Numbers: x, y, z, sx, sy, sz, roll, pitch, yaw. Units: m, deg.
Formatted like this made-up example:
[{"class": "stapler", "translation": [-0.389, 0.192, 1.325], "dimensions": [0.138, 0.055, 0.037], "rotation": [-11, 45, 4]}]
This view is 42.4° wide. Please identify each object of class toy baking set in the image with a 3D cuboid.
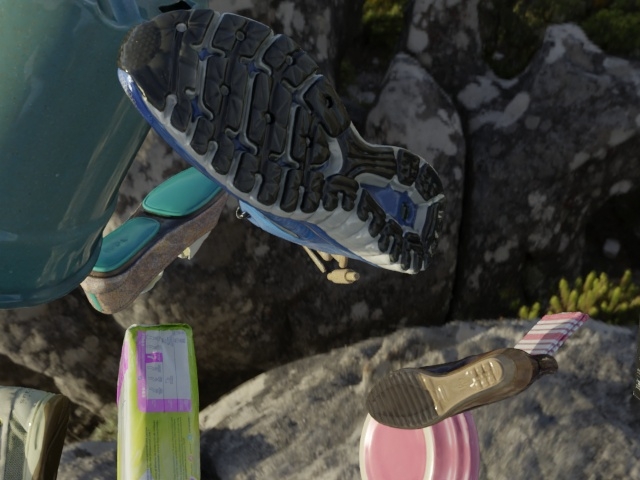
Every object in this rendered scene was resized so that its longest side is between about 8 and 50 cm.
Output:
[{"class": "toy baking set", "translation": [0.004, 0.006, 1.729], "dimensions": [0.030, 0.256, 0.196], "rotation": [-31, 92, -16]}]

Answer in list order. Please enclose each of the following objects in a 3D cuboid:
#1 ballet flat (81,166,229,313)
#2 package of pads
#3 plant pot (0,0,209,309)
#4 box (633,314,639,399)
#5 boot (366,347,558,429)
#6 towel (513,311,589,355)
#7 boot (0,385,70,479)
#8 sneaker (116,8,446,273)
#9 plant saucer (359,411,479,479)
[{"class": "ballet flat", "translation": [-0.231, -0.004, 1.196], "dimensions": [0.108, 0.106, 0.316], "rotation": [19, 41, 27]}, {"class": "package of pads", "translation": [-0.237, 0.288, 1.188], "dimensions": [0.101, 0.229, 0.296], "rotation": [2, 62, -17]}, {"class": "plant pot", "translation": [-0.301, -0.165, 0.820], "dimensions": [0.334, 0.341, 0.341], "rotation": [-48, 62, 29]}, {"class": "box", "translation": [0.409, 0.026, 0.797], "dimensions": [0.169, 0.087, 0.289], "rotation": [3, 95, 5]}, {"class": "boot", "translation": [0.216, 0.223, 1.244], "dimensions": [0.248, 0.207, 0.090], "rotation": [-22, 72, 30]}, {"class": "towel", "translation": [0.390, 0.203, 1.500], "dimensions": [0.197, 0.144, 0.029], "rotation": [-43, 91, -12]}, {"class": "boot", "translation": [-0.362, 0.238, 0.853], "dimensions": [0.165, 0.077, 0.213], "rotation": [16, 97, 4]}, {"class": "sneaker", "translation": [-0.040, -0.060, 0.675], "dimensions": [0.147, 0.330, 0.129], "rotation": [0, 65, 42]}, {"class": "plant saucer", "translation": [0.178, 0.426, 1.643], "dimensions": [0.084, 0.332, 0.332], "rotation": [11, 59, -29]}]
